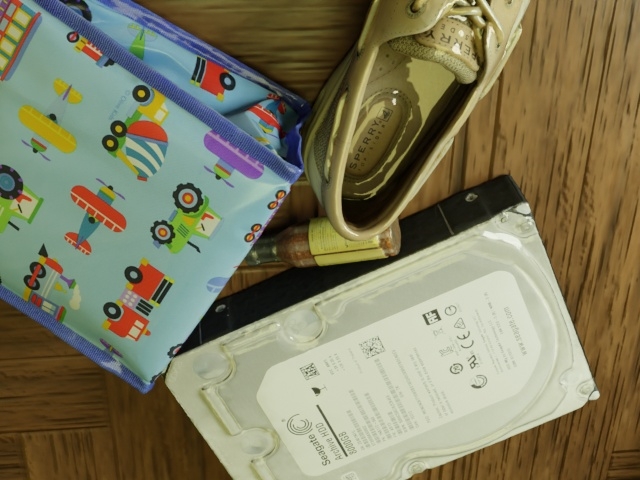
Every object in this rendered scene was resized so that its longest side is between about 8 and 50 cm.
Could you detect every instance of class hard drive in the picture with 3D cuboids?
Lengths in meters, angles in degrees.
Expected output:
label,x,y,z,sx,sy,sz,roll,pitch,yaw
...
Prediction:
label,x,y,z,sx,sy,sz,roll,pitch,yaw
hard drive,0.056,0.112,0.854,0.339,0.064,0.237,-23,121,7

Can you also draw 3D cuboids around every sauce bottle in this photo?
label,x,y,z,sx,sy,sz,roll,pitch,yaw
sauce bottle,0.000,0.000,0.778,0.128,0.042,0.042,-6,123,16

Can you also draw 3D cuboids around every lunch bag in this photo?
label,x,y,z,sx,sy,sz,roll,pitch,yaw
lunch bag,-0.188,-0.065,0.687,0.293,0.138,0.221,31,115,-13

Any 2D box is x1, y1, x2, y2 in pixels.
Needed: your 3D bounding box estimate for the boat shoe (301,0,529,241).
label,x,y,z,sx,sy,sz,roll,pitch,yaw
boat shoe,0.091,-0.153,0.671,0.121,0.110,0.341,16,117,-17
